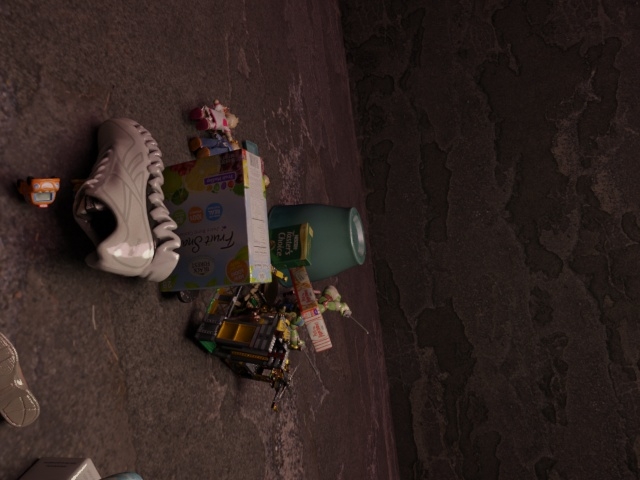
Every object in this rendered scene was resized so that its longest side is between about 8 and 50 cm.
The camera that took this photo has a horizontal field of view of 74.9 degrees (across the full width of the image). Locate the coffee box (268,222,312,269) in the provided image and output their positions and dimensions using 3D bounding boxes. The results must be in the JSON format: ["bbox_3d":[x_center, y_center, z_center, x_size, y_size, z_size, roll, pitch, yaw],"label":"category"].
[{"bbox_3d":[-0.112,0.020,1.080,0.040,0.185,0.113,59,29,-53],"label":"coffee box"}]

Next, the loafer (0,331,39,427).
[{"bbox_3d":[-0.369,0.158,0.484,0.045,0.039,0.125,-26,107,-37],"label":"loafer"}]

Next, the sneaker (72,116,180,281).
[{"bbox_3d":[-0.300,-0.076,0.619,0.118,0.110,0.291,6,52,-49],"label":"sneaker"}]

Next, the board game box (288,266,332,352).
[{"bbox_3d":[-0.029,0.168,1.083,0.193,0.045,0.146,-114,-174,-57],"label":"board game box"}]

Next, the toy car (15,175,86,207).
[{"bbox_3d":[-0.356,-0.068,0.581,0.122,0.060,0.040,-23,108,-72],"label":"toy car"}]

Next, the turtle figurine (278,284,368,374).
[{"bbox_3d":[0.000,0.259,1.310,0.197,0.275,0.266,-67,173,14],"label":"turtle figurine"}]

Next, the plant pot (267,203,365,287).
[{"bbox_3d":[0.000,0.000,1.319,0.272,0.256,0.271,-9,90,-72],"label":"plant pot"}]

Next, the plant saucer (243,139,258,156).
[{"bbox_3d":[-0.192,-0.188,1.203,0.067,0.018,0.191,-3,85,-72],"label":"plant saucer"}]

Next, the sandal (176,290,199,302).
[{"bbox_3d":[-0.271,0.052,0.832,0.067,0.040,0.179,69,7,-49],"label":"sandal"}]

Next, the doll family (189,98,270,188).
[{"bbox_3d":[-0.226,-0.194,0.995,0.262,0.119,0.163,63,25,0],"label":"doll family"}]

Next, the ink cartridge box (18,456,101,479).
[{"bbox_3d":[-0.320,0.368,0.444,0.203,0.086,0.148,-58,136,-64],"label":"ink cartridge box"}]

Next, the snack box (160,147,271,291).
[{"bbox_3d":[-0.175,-0.026,0.674,0.070,0.175,0.206,7,76,-67],"label":"snack box"}]

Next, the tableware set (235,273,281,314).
[{"bbox_3d":[-0.165,0.154,1.101,0.194,0.039,0.128,-51,142,-59],"label":"tableware set"}]

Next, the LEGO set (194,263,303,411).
[{"bbox_3d":[-0.105,0.192,0.923,0.254,0.192,0.331,-67,154,-42],"label":"LEGO set"}]

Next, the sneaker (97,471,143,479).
[{"bbox_3d":[-0.245,0.290,0.396,0.150,0.136,0.365,-92,169,-47],"label":"sneaker"}]
